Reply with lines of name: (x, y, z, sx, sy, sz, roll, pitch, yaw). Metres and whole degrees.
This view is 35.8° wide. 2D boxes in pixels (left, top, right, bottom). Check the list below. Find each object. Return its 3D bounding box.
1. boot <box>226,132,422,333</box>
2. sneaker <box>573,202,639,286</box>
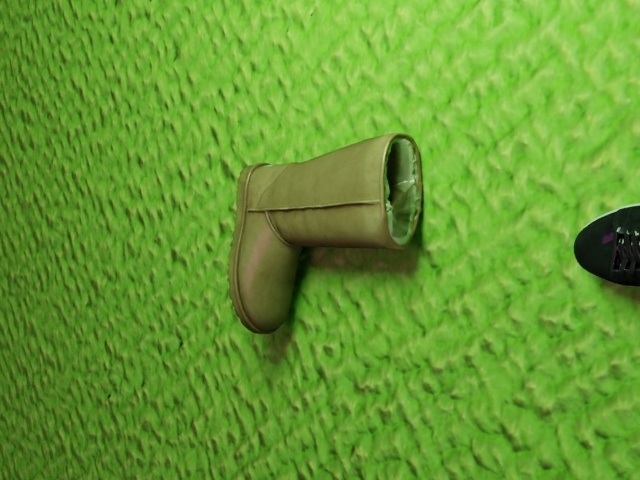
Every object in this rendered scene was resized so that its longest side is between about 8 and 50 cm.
boot: (0.000, 0.000, 1.200, 0.269, 0.089, 0.236, -3, 90, 47)
sneaker: (0.290, 0.006, 0.852, 0.217, 0.121, 0.079, 3, 94, 48)
